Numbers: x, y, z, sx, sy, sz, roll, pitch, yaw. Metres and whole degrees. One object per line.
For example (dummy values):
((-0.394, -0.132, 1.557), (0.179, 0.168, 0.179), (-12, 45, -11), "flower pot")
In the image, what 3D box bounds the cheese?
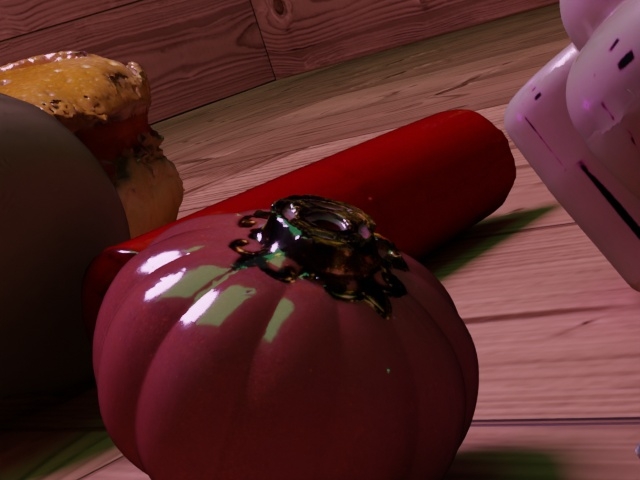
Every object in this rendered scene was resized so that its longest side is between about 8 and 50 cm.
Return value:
((-0.159, 0.020, 0.709), (0.091, 0.175, 0.202), (32, 9, 28), "cheese")

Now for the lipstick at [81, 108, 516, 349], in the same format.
((0.000, -0.001, 0.759), (0.073, 0.073, 0.280), (-12, 9, 36), "lipstick")

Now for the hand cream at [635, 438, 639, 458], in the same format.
((0.170, 0.006, 0.397), (0.075, 0.052, 0.248), (-11, 10, 44), "hand cream")

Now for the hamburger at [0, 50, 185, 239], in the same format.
((-0.213, -0.032, 1.129), (0.244, 0.163, 0.244), (-13, 15, 4), "hamburger")

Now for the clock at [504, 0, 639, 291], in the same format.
((0.194, -0.112, 0.495), (0.284, 0.114, 0.309), (-36, -6, -4), "clock")

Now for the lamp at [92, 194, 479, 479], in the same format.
((-0.009, 0.035, 0.450), (0.107, 0.092, 0.107), (12, 23, -5), "lamp")
